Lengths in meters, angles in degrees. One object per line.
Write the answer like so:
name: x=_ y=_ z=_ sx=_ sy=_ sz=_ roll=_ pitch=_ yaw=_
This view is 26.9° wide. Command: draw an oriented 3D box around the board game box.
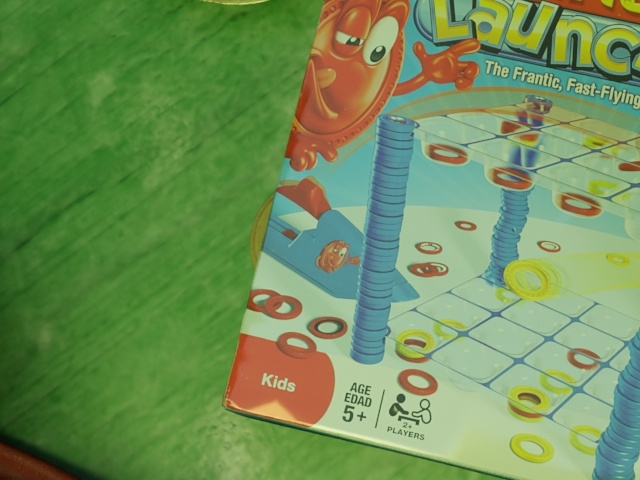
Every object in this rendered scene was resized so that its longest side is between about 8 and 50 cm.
board game box: x=0.132 y=-0.019 z=0.721 sx=0.308 sy=0.086 sz=0.302 roll=12 pitch=81 yaw=5

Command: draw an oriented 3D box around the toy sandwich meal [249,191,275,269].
toy sandwich meal: x=0.000 y=0.000 z=0.789 sx=0.085 sy=0.029 sz=0.086 roll=-2 pitch=81 yaw=13

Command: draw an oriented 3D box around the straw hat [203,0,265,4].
straw hat: x=-0.050 y=-0.199 z=0.820 sx=0.144 sy=0.061 sz=0.144 roll=-1 pitch=82 yaw=7

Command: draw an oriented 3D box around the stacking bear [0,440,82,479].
stacking bear: x=-0.251 y=0.250 z=0.719 sx=0.164 sy=0.175 sz=0.289 roll=21 pitch=92 yaw=38
